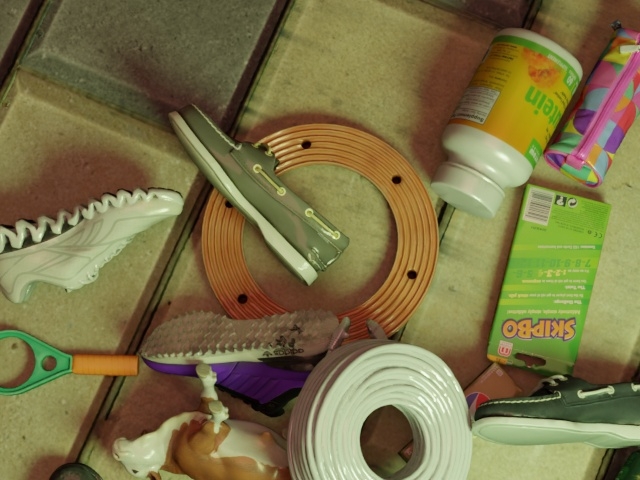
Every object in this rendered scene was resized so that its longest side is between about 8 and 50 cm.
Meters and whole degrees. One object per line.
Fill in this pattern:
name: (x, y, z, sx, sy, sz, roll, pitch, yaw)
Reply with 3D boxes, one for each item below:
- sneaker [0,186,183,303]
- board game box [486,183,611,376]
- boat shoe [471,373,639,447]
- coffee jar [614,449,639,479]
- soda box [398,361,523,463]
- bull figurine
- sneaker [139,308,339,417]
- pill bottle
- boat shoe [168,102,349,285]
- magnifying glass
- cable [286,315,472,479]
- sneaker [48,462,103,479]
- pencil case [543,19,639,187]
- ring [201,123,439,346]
sneaker: (-0.323, 0.002, 1.836, 0.292, 0.110, 0.118, -18, 87, 5)
board game box: (0.319, 0.059, 1.852, 0.124, 0.039, 0.259, 15, 77, 4)
boat shoe: (0.330, 0.224, 1.755, 0.302, 0.114, 0.091, 9, 68, -30)
coffee jar: (0.408, 0.380, 1.769, 0.096, 0.079, 0.184, 40, 81, 5)
soda box: (0.191, 0.249, 1.802, 0.181, 0.061, 0.058, -43, 83, -7)
bull figurine: (-0.118, 0.274, 1.758, 0.310, 0.188, 0.101, 15, 41, -5)
sneaker: (-0.103, 0.180, 1.795, 0.293, 0.102, 0.146, -2, 123, 20)
pill bottle: (0.253, -0.160, 1.840, 0.136, 0.136, 0.246, 28, 81, 5)
boat shoe: (-0.087, -0.077, 1.814, 0.091, 0.109, 0.305, -41, 88, -7)
magnifying glass: (-0.369, 0.172, 1.838, 0.231, 0.026, 0.092, 2, 79, 0)
cable: (0.081, 0.253, 1.681, 0.257, 0.089, 0.257, 41, 67, -18)
sneaker: (-0.326, 0.431, 1.719, 0.106, 0.162, 0.281, -3, 80, 0)
pencil case: (0.408, -0.193, 1.866, 0.104, 0.104, 0.236, 29, 82, 5)
ring: (0.000, 0.000, 1.866, 0.336, 0.032, 0.336, 0, 79, 0)
